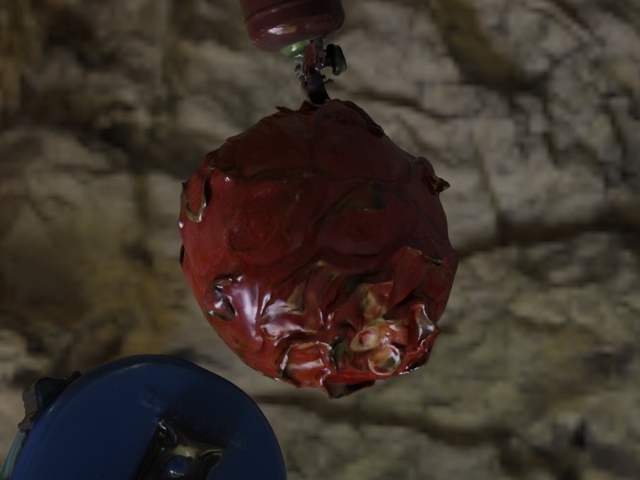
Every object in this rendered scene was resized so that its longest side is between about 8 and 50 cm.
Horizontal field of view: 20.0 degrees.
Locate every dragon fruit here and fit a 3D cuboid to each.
[{"bbox_3d":[-0.001,0.010,1.526,0.241,0.252,0.241,-51,-15,-19],"label":"dragon fruit"}]

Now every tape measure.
[{"bbox_3d":[-0.074,0.223,1.326,0.098,0.351,0.215,-23,42,66],"label":"tape measure"}]

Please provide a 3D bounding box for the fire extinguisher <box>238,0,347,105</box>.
[{"bbox_3d":[-0.042,-0.287,1.851,0.147,0.106,0.337,93,160,-85],"label":"fire extinguisher"}]
